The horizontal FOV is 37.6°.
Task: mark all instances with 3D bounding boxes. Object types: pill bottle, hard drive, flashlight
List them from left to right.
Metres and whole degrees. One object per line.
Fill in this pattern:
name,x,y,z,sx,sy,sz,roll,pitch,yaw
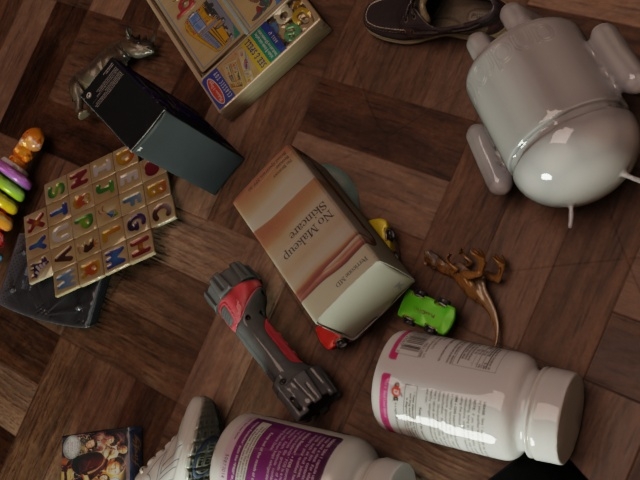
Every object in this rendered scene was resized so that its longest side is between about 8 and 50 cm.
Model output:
hard drive,-0.538,0.083,1.922,0.255,0.054,0.172,10,81,30
flashlight,-0.081,0.172,1.631,0.103,0.103,0.304,-45,65,5
pill bottle,-0.010,0.381,1.482,0.301,0.169,0.169,7,79,30
pill bottle,0.234,0.235,1.398,0.283,0.160,0.160,9,80,30

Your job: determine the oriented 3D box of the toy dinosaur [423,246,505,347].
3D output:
toy dinosaur,0.253,0.076,1.506,0.211,0.064,0.112,51,128,33

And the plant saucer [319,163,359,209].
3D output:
plant saucer,-0.024,-0.053,1.695,0.195,0.037,0.195,-9,71,26

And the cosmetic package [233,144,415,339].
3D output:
cosmetic package,0.000,0.000,1.552,0.153,0.129,0.296,-46,55,11

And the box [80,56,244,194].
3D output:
box,-0.289,-0.208,1.752,0.103,0.261,0.184,-48,60,8

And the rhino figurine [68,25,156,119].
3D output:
rhino figurine,-0.439,-0.366,1.991,0.243,0.073,0.106,-41,64,11

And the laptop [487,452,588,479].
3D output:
laptop,0.305,0.473,1.376,0.234,0.136,0.264,49,126,31

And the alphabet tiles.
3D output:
alphabet tiles,-0.450,-0.046,1.896,0.342,0.011,0.285,-23,56,12

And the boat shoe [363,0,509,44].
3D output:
boat shoe,0.196,-0.402,1.644,0.285,0.092,0.102,12,82,31

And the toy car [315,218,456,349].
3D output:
toy car,0.128,0.102,1.557,0.225,0.053,0.239,22,87,31

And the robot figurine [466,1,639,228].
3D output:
robot figurine,0.353,-0.196,1.436,0.300,0.200,0.353,-43,58,35

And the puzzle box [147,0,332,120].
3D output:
puzzle box,-0.184,-0.470,1.895,0.272,0.052,0.409,-41,61,13

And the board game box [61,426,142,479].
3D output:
board game box,-0.406,0.477,1.743,0.165,0.042,0.243,-13,70,24

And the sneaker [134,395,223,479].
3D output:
sneaker,-0.262,0.410,1.640,0.129,0.111,0.297,14,82,26

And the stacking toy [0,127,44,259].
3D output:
stacking toy,-0.692,-0.119,2.025,0.175,0.166,0.302,23,75,45
